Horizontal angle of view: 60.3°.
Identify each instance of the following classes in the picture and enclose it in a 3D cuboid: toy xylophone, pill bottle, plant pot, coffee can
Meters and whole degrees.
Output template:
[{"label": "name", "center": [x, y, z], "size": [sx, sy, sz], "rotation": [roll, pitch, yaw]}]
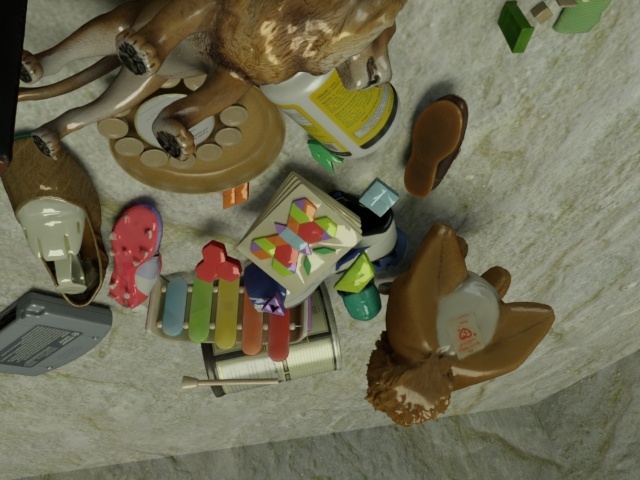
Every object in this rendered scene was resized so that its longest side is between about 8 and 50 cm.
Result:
[{"label": "toy xylophone", "center": [-0.171, 0.164, 1.070], "size": [0.323, 0.236, 0.081], "rotation": [-7, 158, -4]}, {"label": "pill bottle", "center": [0.001, -0.194, 0.661], "size": [0.119, 0.119, 0.208], "rotation": [-28, 147, 23]}, {"label": "plant pot", "center": [-0.166, -0.146, 0.757], "size": [0.236, 0.032, 0.236], "rotation": [-11, 149, -7]}, {"label": "coffee can", "center": [-0.107, 0.213, 1.205], "size": [0.275, 0.201, 0.201], "rotation": [-11, 149, -5]}]

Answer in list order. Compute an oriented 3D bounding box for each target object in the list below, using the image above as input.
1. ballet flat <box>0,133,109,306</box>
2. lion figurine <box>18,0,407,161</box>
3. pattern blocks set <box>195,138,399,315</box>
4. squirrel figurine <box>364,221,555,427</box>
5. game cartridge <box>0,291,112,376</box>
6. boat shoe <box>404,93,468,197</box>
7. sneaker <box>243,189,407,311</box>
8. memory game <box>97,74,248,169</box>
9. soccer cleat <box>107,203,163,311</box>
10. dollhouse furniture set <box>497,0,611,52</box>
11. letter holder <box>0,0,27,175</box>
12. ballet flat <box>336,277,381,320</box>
[{"label": "ballet flat", "center": [-0.383, -0.001, 0.818], "size": [0.116, 0.124, 0.342], "rotation": [-5, 148, -16]}, {"label": "lion figurine", "center": [-0.126, -0.185, 0.509], "size": [0.392, 0.240, 0.142], "rotation": [14, 141, 32]}, {"label": "pattern blocks set", "center": [-0.040, -0.004, 0.897], "size": [0.285, 0.026, 0.325], "rotation": [27, 119, -7]}, {"label": "squirrel figurine", "center": [0.207, 0.178, 1.129], "size": [0.281, 0.397, 0.370], "rotation": [30, 179, -8]}, {"label": "game cartridge", "center": [-0.581, 0.202, 1.144], "size": [0.297, 0.062, 0.198], "rotation": [-31, 150, 26]}, {"label": "boat shoe", "center": [0.183, -0.154, 0.860], "size": [0.073, 0.073, 0.207], "rotation": [-43, 165, -27]}, {"label": "sneaker", "center": [0.001, 0.000, 0.994], "size": [0.316, 0.127, 0.182], "rotation": [-20, 146, -2]}, {"label": "memory game", "center": [-0.183, -0.153, 0.696], "size": [0.186, 0.012, 0.186], "rotation": [-10, 149, -6]}, {"label": "soccer cleat", "center": [-0.308, 0.021, 0.948], "size": [0.083, 0.095, 0.248], "rotation": [30, 129, 5]}, {"label": "dollhouse furniture set", "center": [0.310, -0.281, 0.701], "size": [0.152, 0.058, 0.076], "rotation": [-8, 149, -10]}, {"label": "letter holder", "center": [-0.348, -0.141, 0.425], "size": [0.214, 0.301, 0.152], "rotation": [-35, 144, 32]}, {"label": "ballet flat", "center": [0.080, 0.118, 1.126], "size": [0.083, 0.087, 0.247], "rotation": [-19, -177, 3]}]
